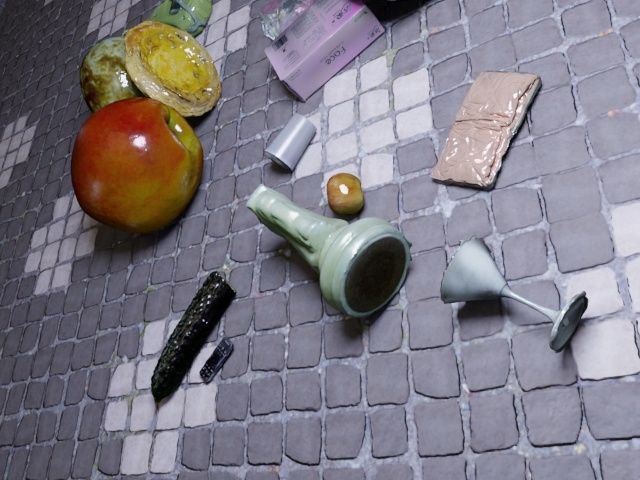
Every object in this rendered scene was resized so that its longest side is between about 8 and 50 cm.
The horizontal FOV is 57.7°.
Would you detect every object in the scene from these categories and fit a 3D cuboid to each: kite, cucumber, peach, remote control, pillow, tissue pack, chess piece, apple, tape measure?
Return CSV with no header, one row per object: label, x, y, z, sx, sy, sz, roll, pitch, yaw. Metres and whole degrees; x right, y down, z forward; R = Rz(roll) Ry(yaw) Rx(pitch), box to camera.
kite,-0.022,-0.664,1.504,0.360,0.022,0.204,-41,49,17
cucumber,-0.274,0.202,1.203,0.072,0.072,0.300,28,85,41
peach,-0.442,-0.169,1.377,0.332,0.308,0.307,-41,49,25
remote control,-0.209,0.241,1.174,0.096,0.014,0.039,-54,48,2
pillow,0.288,-0.200,1.026,0.126,0.043,0.232,21,83,46
tissue pack,0.004,-0.454,1.326,0.246,0.092,0.148,-37,49,15
chess piece,0.000,0.000,1.041,0.298,0.176,0.175,32,88,40
apple,0.048,-0.090,1.118,0.071,0.084,0.083,-5,61,4
tape measure,-0.410,-0.690,1.740,0.200,0.106,0.175,19,83,39

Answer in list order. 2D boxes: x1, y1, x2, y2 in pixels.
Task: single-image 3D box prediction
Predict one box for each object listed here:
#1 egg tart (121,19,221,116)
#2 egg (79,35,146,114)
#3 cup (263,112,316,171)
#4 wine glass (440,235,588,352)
egg tart,-0.396,-0.433,1.505,0.107,0.291,0.290,-35,48,42
egg,-0.537,-0.418,1.611,0.238,0.238,0.289,-14,83,30
cup,-0.070,-0.215,1.282,0.116,0.074,0.104,-56,20,-6
wine glass,0.278,0.079,0.841,0.183,0.122,0.122,29,86,40
